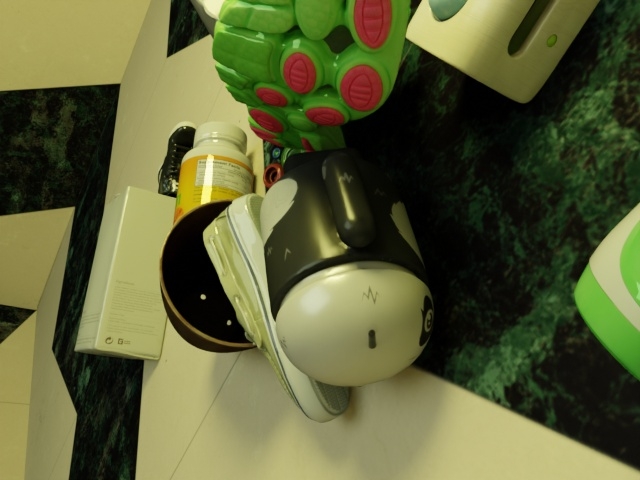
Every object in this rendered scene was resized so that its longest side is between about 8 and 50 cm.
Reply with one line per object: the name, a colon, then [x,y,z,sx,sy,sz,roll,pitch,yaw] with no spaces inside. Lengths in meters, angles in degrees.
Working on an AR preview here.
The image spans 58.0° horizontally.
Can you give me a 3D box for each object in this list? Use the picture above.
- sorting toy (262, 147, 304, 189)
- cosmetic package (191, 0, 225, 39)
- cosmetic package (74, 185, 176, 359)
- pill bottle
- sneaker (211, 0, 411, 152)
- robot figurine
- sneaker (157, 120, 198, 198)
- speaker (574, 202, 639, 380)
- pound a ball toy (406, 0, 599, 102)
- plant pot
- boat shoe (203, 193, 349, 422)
sorting toy: [-0.053,-0.124,0.962,0.102,0.042,0.061,-37,61,29]
cosmetic package: [-0.092,-0.295,0.839,0.107,0.127,0.238,-42,-11,-5]
cosmetic package: [-0.459,0.085,1.396,0.217,0.156,0.385,-15,62,54]
pill bottle: [-0.195,-0.090,1.069,0.136,0.136,0.246,-28,53,50]
sneaker: [-0.002,-0.228,0.659,0.483,0.185,0.202,165,126,-83]
robot figurine: [0.026,0.021,0.641,0.173,0.209,0.278,-33,47,25]
sneaker: [-0.342,-0.177,1.412,0.217,0.079,0.121,-53,39,44]
speaker: [0.281,-0.038,0.304,0.297,0.131,0.131,-55,36,28]
pound a ball toy: [0.221,-0.287,0.503,0.319,0.135,0.208,-60,34,22]
plant pot: [-0.149,0.086,0.883,0.230,0.215,0.216,130,144,-57]
boat shoe: [-0.057,0.088,0.733,0.094,0.109,0.303,-32,71,26]
